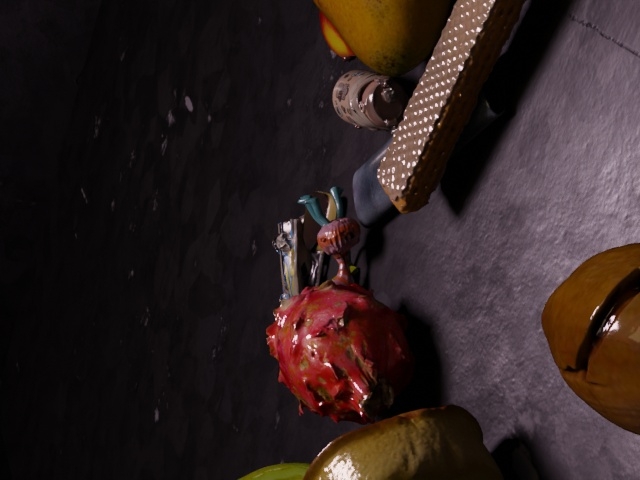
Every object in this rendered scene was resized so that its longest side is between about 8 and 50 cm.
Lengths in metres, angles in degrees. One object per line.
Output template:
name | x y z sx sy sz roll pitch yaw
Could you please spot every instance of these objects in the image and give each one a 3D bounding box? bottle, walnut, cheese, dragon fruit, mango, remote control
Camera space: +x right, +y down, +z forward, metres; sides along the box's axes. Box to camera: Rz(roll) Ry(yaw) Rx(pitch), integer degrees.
bottle | 0.085 -0.214 2.057 0.152 0.099 0.099 -152 72 -66
walnut | 0.334 0.101 1.364 0.336 0.209 0.209 167 109 -70
cheese | -0.001 0.000 2.241 0.086 0.036 0.162 15 96 61
dragon fruit | 0.040 0.169 1.940 0.205 0.210 0.268 65 173 -30
mango | 0.084 -0.430 1.999 0.264 0.221 0.378 -40 59 48
remote control | 0.153 -0.142 1.962 0.377 0.044 0.107 -42 51 52

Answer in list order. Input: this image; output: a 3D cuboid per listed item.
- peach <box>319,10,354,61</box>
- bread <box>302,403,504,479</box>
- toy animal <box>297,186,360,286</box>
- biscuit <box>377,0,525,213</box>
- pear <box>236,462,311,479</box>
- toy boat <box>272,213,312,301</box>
peach | 0.063 -0.430 2.203 0.189 0.068 0.279 56 131 51
bread | 0.107 0.331 1.689 0.148 0.270 0.270 56 132 47
toy animal | 0.024 0.021 2.108 0.103 0.100 0.208 -36 -65 -73
biscuit | 0.177 -0.207 1.818 0.378 0.054 0.094 -65 32 32
pear | -0.096 0.459 2.034 0.286 0.282 0.176 -111 30 -44
toy boat | -0.044 0.060 2.290 0.084 0.066 0.210 36 -131 -82
